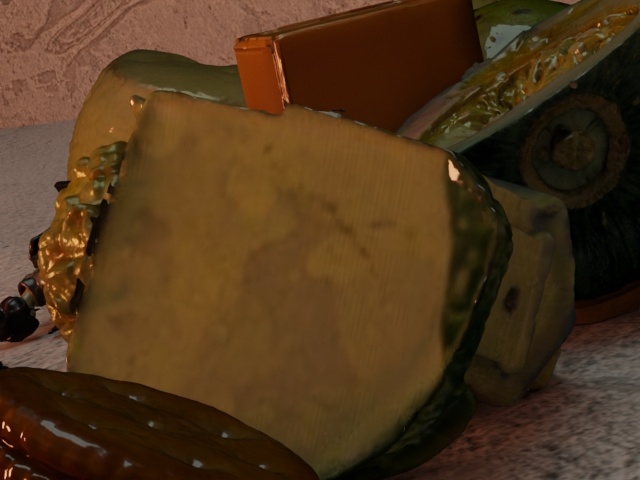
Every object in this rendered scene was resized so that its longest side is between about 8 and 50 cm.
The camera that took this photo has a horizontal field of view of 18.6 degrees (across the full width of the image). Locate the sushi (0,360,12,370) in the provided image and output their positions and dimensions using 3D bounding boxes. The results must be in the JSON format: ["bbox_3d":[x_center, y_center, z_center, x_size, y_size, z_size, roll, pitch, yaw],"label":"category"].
[{"bbox_3d":[-0.398,0.120,1.546,0.343,0.064,0.359,-19,28,-38],"label":"sushi"}]

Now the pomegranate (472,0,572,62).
[{"bbox_3d":[0.191,-0.147,1.960,0.260,0.340,0.260,-23,-22,-10],"label":"pomegranate"}]

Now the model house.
[{"bbox_3d":[0.021,0.055,1.378,0.321,0.261,0.266,15,-2,33],"label":"model house"}]

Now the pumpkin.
[{"bbox_3d":[0.210,-0.063,1.604,0.293,0.197,0.263,-33,15,-7],"label":"pumpkin"}]

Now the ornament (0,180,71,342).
[{"bbox_3d":[-0.258,0.052,2.026,0.196,0.153,0.166,-46,26,-28],"label":"ornament"}]

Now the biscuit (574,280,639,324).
[{"bbox_3d":[0.225,0.043,1.650,0.118,0.023,0.140,-4,14,35],"label":"biscuit"}]

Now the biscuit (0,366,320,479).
[{"bbox_3d":[-0.103,0.134,1.149,0.220,0.066,0.220,19,5,-2],"label":"biscuit"}]

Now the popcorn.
[{"bbox_3d":[-0.153,0.014,1.752,0.169,0.189,0.218,-47,20,52],"label":"popcorn"}]

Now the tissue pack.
[{"bbox_3d":[0.047,-0.068,1.757,0.194,0.274,0.145,-15,9,-22],"label":"tissue pack"}]

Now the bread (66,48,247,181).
[{"bbox_3d":[-0.136,-0.087,2.220,0.321,0.237,0.320,4,14,-1],"label":"bread"}]
